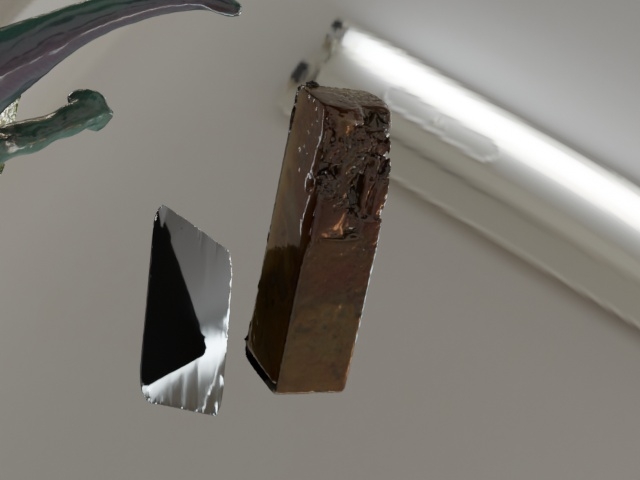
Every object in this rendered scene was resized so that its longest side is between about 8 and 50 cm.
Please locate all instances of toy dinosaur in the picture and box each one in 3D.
[{"bbox_3d":[-0.275,-0.035,0.591,0.383,0.129,0.331,0,-147,41],"label":"toy dinosaur"}]

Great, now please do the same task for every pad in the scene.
[{"bbox_3d":[-0.126,0.076,1.139,0.004,0.267,0.181,2,-102,12],"label":"pad"}]

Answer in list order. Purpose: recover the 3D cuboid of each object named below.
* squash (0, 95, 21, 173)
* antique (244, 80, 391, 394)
[{"bbox_3d":[-0.405,-0.120,1.038,0.247,0.132,0.132,9,-119,1],"label":"squash"},{"bbox_3d":[0.000,0.000,1.189,0.087,0.310,0.093,3,-159,-27],"label":"antique"}]
